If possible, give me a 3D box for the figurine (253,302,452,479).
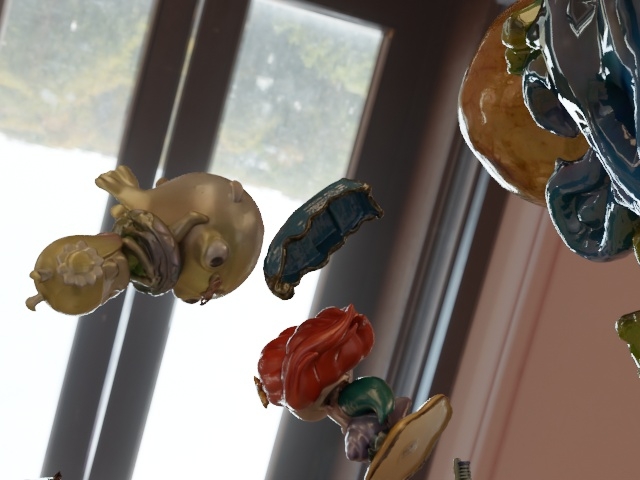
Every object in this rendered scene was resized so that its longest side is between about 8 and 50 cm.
[{"bbox_3d":[0.028,0.190,1.286,0.257,0.181,0.208,34,174,27],"label":"figurine"}]

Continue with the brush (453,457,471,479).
[{"bbox_3d":[0.247,0.458,1.661,0.030,0.179,0.033,-6,173,14],"label":"brush"}]

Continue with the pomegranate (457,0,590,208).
[{"bbox_3d":[0.262,-0.143,0.989,0.248,0.248,0.248,15,-174,-2],"label":"pomegranate"}]

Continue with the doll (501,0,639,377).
[{"bbox_3d":[0.200,-0.026,0.479,0.098,0.341,0.346,-23,162,-5],"label":"doll"}]

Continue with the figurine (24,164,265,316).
[{"bbox_3d":[-0.279,0.002,1.467,0.394,0.227,0.274,-25,-116,-44],"label":"figurine"}]

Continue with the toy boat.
[{"bbox_3d":[0.000,0.000,1.238,0.077,0.185,0.075,37,161,46],"label":"toy boat"}]

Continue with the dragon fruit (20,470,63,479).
[{"bbox_3d":[-0.267,0.398,1.006,0.329,0.329,0.329,15,-174,-2],"label":"dragon fruit"}]
